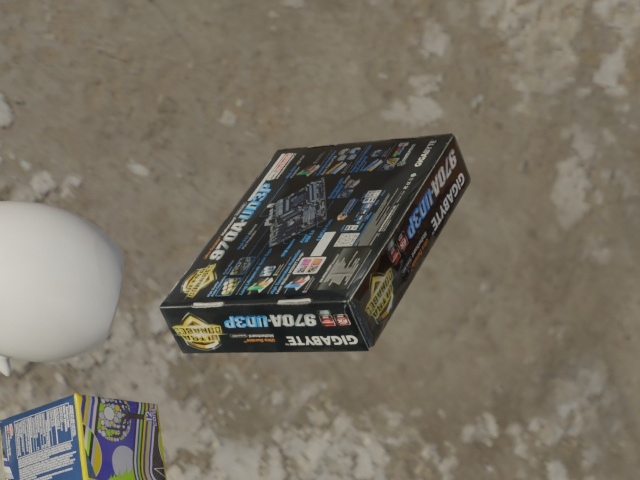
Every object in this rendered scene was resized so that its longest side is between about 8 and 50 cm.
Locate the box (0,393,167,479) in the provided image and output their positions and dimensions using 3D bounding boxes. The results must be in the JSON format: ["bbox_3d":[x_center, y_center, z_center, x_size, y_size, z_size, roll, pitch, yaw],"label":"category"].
[{"bbox_3d":[-0.102,0.160,0.659,0.059,0.054,0.169,17,58,-52],"label":"box"}]

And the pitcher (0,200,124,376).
[{"bbox_3d":[-0.272,0.050,1.134,0.207,0.125,0.178,13,94,-17],"label":"pitcher"}]

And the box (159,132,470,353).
[{"bbox_3d":[0.000,0.000,1.129,0.220,0.175,0.051,-57,133,-44],"label":"box"}]
